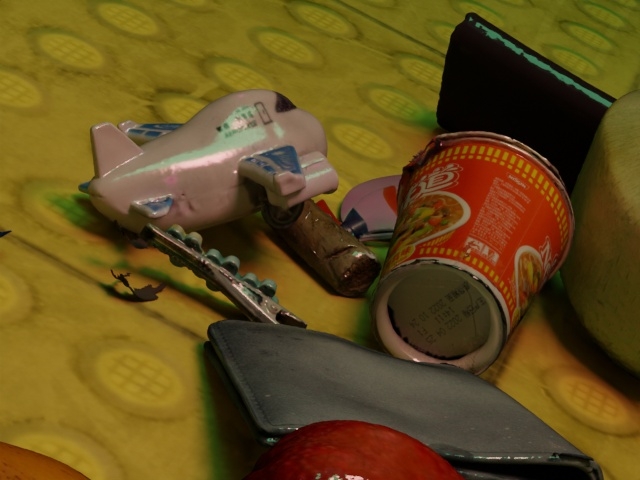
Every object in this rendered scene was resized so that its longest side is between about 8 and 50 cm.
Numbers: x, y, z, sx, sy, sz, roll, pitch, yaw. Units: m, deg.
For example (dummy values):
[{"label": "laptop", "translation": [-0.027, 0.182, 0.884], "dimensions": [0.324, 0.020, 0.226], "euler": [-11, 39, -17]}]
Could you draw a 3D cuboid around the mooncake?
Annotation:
[{"label": "mooncake", "translation": [-0.295, -0.051, 1.511], "dimensions": [0.346, 0.057, 0.150], "euler": [33, 25, 20]}]

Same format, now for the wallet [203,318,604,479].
[{"label": "wallet", "translation": [0.061, 0.139, 1.392], "dimensions": [0.290, 0.054, 0.251], "euler": [14, 8, -18]}]

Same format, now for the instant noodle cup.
[{"label": "instant noodle cup", "translation": [0.135, 0.023, 1.624], "dimensions": [0.193, 0.193, 0.212], "euler": [26, 34, 3]}]

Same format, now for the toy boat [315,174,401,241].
[{"label": "toy boat", "translation": [0.119, -0.038, 1.861], "dimensions": [0.318, 0.072, 0.219], "euler": [6, 33, -15]}]

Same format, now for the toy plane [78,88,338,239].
[{"label": "toy plane", "translation": [-0.105, -0.075, 1.615], "dimensions": [0.266, 0.123, 0.267], "euler": [-2, 19, 1]}]

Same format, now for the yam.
[{"label": "yam", "translation": [0.000, 0.000, 1.674], "dimensions": [0.054, 0.054, 0.132], "euler": [-6, 39, -47]}]

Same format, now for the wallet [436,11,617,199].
[{"label": "wallet", "translation": [0.324, -0.105, 1.998], "dimensions": [0.406, 0.228, 0.062], "euler": [32, 66, 14]}]

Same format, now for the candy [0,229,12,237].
[{"label": "candy", "translation": [-0.339, -0.017, 1.430], "dimensions": [0.136, 0.038, 0.088], "euler": [18, 22, 7]}]

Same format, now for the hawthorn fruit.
[{"label": "hawthorn fruit", "translation": [0.038, 0.226, 1.133], "dimensions": [0.251, 0.190, 0.189], "euler": [20, 26, -8]}]

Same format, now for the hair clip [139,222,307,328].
[{"label": "hair clip", "translation": [-0.088, 0.036, 1.526], "dimensions": [0.173, 0.049, 0.049], "euler": [37, 25, -7]}]

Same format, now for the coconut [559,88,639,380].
[{"label": "coconut", "translation": [0.390, -0.019, 1.718], "dimensions": [0.281, 0.328, 0.328], "euler": [39, 29, 22]}]

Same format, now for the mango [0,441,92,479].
[{"label": "mango", "translation": [-0.213, 0.202, 1.006], "dimensions": [0.191, 0.160, 0.290], "euler": [31, 16, 27]}]
